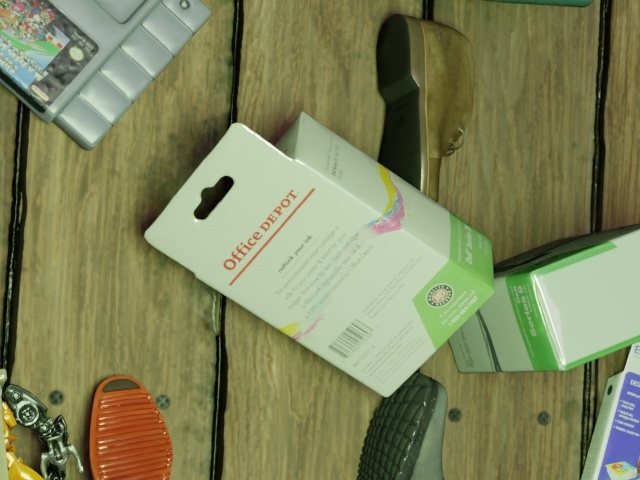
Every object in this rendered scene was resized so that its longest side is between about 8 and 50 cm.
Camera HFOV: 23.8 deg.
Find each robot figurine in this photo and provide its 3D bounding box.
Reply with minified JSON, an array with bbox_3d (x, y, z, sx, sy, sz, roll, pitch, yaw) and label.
[{"bbox_3d":[-0.350,0.304,1.675,0.211,0.085,0.291,-27,97,-19],"label":"robot figurine"}]

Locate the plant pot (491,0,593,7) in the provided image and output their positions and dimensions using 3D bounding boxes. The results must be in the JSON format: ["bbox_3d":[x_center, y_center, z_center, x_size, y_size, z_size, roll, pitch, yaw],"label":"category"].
[{"bbox_3d":[0.198,-0.419,1.810,0.235,0.293,0.293,-3,88,-5],"label":"plant pot"}]

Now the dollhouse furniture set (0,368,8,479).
[{"bbox_3d":[-0.434,0.205,1.592,0.356,0.174,0.303,-2,71,-19],"label":"dollhouse furniture set"}]

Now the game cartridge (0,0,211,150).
[{"bbox_3d":[-0.325,-0.297,1.729,0.355,0.068,0.230,42,71,-13],"label":"game cartridge"}]

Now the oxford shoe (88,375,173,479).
[{"bbox_3d":[-0.218,0.290,1.723,0.097,0.098,0.271,-2,68,-22],"label":"oxford shoe"}]

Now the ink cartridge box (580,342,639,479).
[{"bbox_3d":[0.456,0.255,1.982,0.206,0.045,0.208,21,82,-17],"label":"ink cartridge box"}]

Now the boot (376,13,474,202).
[{"bbox_3d":[0.137,-0.121,1.863,0.115,0.112,0.305,5,83,-30],"label":"boot"}]

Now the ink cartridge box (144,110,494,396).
[{"bbox_3d":[0.000,0.000,1.744,0.353,0.119,0.207,34,119,-16],"label":"ink cartridge box"}]

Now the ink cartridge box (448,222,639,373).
[{"bbox_3d":[0.289,0.070,1.806,0.211,0.289,0.121,-20,91,-19],"label":"ink cartridge box"}]

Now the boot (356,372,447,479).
[{"bbox_3d":[0.158,0.337,1.850,0.223,0.118,0.338,12,94,-22],"label":"boot"}]
